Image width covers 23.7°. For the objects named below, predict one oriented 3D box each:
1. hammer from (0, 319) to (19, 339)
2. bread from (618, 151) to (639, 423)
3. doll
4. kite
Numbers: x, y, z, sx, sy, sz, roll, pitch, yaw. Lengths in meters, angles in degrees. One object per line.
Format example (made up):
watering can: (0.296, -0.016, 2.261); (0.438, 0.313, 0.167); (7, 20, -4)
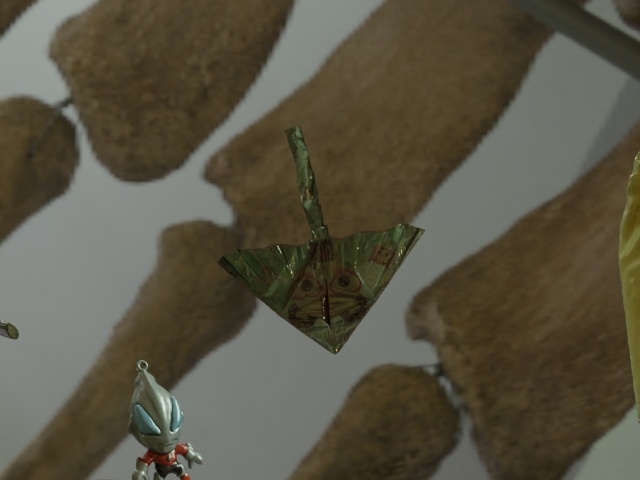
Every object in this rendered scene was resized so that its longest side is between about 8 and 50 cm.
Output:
hammer: (-0.309, 0.068, 1.327); (0.182, 0.062, 0.017); (10, -126, 50)
bread: (0.342, 0.014, 1.002); (0.236, 0.263, 0.198); (-9, -98, 26)
doll: (-0.132, 0.152, 1.233); (0.057, 0.039, 0.114); (-15, -94, -2)
kite: (0.000, 0.000, 1.632); (0.012, 0.229, 0.250); (-149, -131, -76)
